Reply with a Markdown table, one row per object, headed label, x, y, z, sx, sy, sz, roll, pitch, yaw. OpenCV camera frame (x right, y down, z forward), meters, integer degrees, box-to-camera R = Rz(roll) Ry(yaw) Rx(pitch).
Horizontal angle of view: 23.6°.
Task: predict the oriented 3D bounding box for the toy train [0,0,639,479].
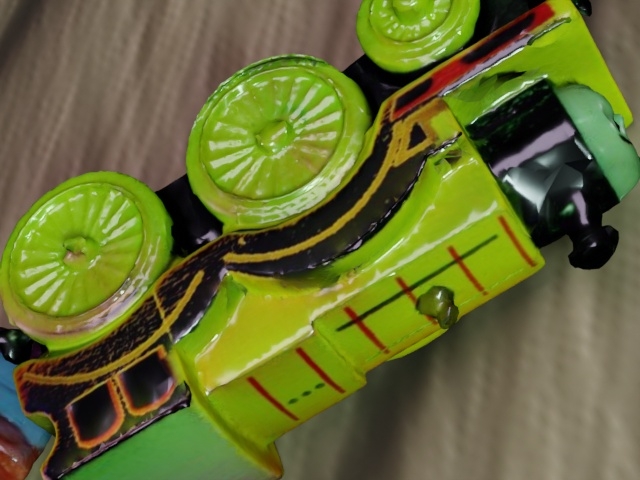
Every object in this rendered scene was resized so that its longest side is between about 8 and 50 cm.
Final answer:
| label | x | y | z | sx | sy | sz | roll | pitch | yaw |
| --- | --- | --- | --- | --- | --- | --- | --- | --- | --- |
| toy train | 0.000 | 0.000 | 0.642 | 0.296 | 0.100 | 0.160 | -33 | 53 | 7 |

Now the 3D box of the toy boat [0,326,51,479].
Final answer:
| label | x | y | z | sx | sy | sz | roll | pitch | yaw |
| --- | --- | --- | --- | --- | --- | --- | --- | --- | --- |
| toy boat | -0.278 | 0.071 | 0.780 | 0.392 | 0.136 | 0.079 | 3 | 30 | 31 |
